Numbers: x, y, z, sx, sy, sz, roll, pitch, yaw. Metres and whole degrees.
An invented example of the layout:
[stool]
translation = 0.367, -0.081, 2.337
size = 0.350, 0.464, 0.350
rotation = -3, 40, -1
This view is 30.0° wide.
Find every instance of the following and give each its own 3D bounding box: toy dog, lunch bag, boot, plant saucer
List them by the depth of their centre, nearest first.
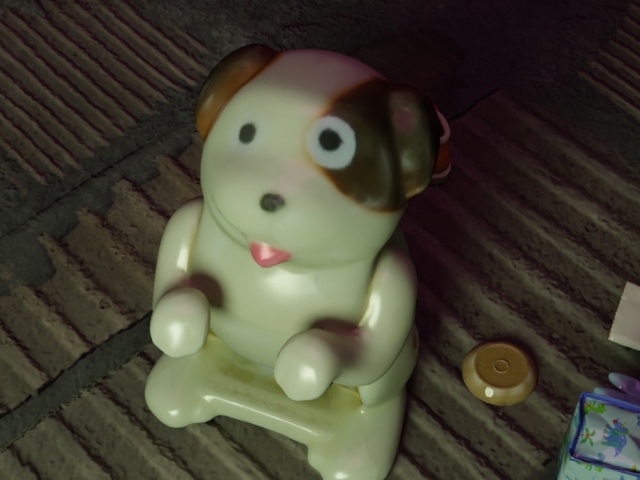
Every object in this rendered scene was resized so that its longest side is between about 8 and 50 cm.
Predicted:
[lunch bag]
translation = 0.311, 0.231, 1.172
size = 0.151, 0.128, 0.096
rotation = 13, 55, 8
[toy dog]
translation = 0.000, 0.000, 1.176
size = 0.285, 0.408, 0.395
rotation = 26, 58, 18
[plant saucer]
translation = 0.198, 0.141, 1.313
size = 0.084, 0.015, 0.083
rotation = 0, 53, 0
[boot]
translation = 0.127, -0.154, 1.496
size = 0.059, 0.084, 0.158
rotation = -15, 52, -8

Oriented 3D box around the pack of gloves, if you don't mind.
[pack of gloves]
translation = 0.407, 0.171, 1.282
size = 0.232, 0.046, 0.195
rotation = 23, 55, 6
